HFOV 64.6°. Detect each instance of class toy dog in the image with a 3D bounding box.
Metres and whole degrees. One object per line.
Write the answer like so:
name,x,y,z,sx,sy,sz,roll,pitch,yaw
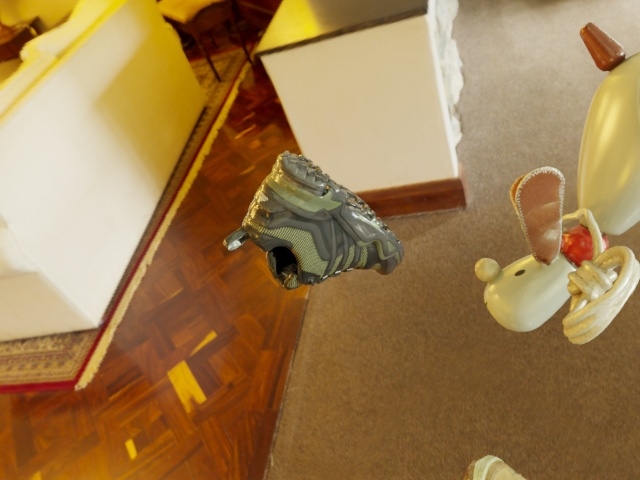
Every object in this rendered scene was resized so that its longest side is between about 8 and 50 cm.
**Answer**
toy dog,0.256,-0.073,0.504,0.161,0.220,0.333,38,90,10

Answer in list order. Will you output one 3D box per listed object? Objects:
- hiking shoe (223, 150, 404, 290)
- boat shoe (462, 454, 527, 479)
hiking shoe,0.000,0.000,0.517,0.114,0.227,0.086,-46,51,10
boat shoe,0.161,0.220,0.410,0.072,0.190,0.068,14,76,34
